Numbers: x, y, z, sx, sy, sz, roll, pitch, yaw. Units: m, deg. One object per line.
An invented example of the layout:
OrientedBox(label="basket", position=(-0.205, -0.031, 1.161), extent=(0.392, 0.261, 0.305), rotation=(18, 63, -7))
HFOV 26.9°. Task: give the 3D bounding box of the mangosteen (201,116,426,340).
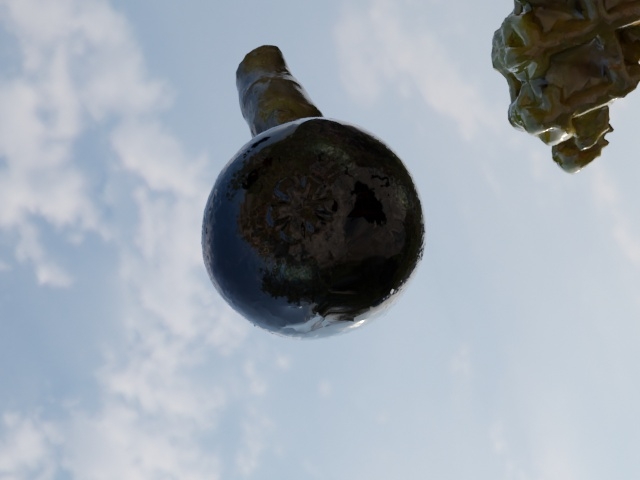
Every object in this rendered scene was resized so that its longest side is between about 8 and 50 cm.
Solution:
OrientedBox(label="mangosteen", position=(-0.001, -0.010, 1.271), extent=(0.216, 0.216, 0.216), rotation=(32, -137, -37))

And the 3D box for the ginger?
OrientedBox(label="ginger", position=(-0.047, -0.162, 1.864), extent=(0.116, 0.109, 0.263), rotation=(4, -137, -32))

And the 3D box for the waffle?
OrientedBox(label="waffle", position=(0.284, -0.170, 0.955), extent=(0.151, 0.324, 0.261), rotation=(-110, 21, -79))
